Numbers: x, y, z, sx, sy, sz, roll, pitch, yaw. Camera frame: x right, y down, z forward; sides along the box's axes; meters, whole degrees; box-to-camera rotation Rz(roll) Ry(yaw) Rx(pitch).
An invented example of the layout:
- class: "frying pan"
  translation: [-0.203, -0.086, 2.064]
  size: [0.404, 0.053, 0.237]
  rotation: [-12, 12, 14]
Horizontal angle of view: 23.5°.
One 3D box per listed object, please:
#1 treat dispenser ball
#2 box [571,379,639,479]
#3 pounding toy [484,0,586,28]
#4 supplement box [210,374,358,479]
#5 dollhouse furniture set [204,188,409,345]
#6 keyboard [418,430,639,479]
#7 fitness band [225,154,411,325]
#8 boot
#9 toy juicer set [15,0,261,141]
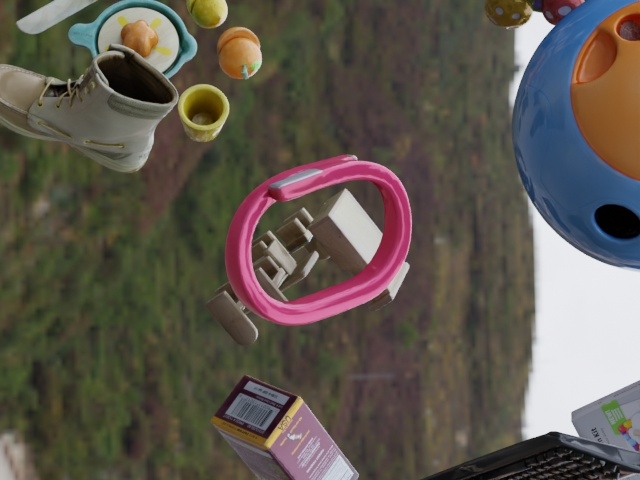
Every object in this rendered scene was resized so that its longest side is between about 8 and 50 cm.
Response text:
- class: "treat dispenser ball"
  translation: [0.332, -0.111, 1.506]
  size: [0.288, 0.288, 0.288]
  rotation: [179, -90, -80]
- class: "box"
  translation: [0.407, 0.228, 1.798]
  size: [0.145, 0.186, 0.038]
  rotation: [62, 14, -6]
- class: "pounding toy"
  translation: [0.222, -0.295, 1.720]
  size: [0.183, 0.237, 0.110]
  rotation: [141, -33, -64]
- class: "supplement box"
  translation: [-0.044, 0.268, 1.980]
  size: [0.104, 0.081, 0.188]
  rotation: [18, -28, 42]
- class: "dollhouse furniture set"
  translation: [-0.014, 0.059, 2.358]
  size: [0.161, 0.242, 0.212]
  rotation: [51, 30, -11]
- class: "keyboard"
  translation: [0.231, 0.263, 1.614]
  size: [0.317, 0.201, 0.033]
  rotation: [-35, -135, 57]
- class: "fitness band"
  translation: [0.000, 0.000, 2.088]
  size: [0.054, 0.291, 0.209]
  rotation: [18, -60, 51]
- class: "boot"
  translation: [-0.272, -0.166, 1.708]
  size: [0.165, 0.213, 0.077]
  rotation: [-48, -160, 59]
- class: "toy juicer set"
  translation: [-0.229, -0.297, 2.123]
  size: [0.209, 0.329, 0.089]
  rotation: [-55, 173, -21]
